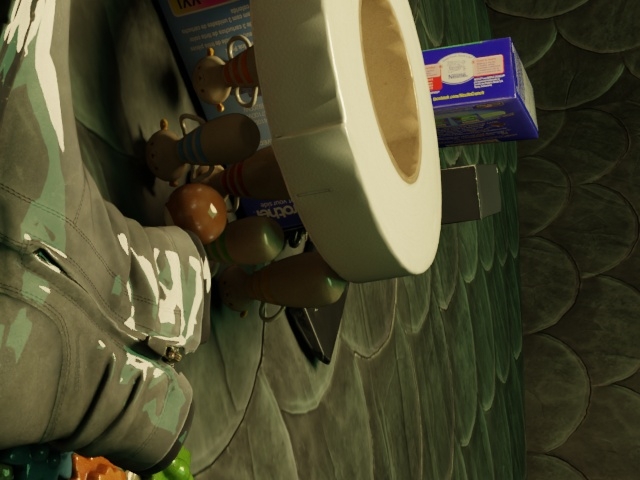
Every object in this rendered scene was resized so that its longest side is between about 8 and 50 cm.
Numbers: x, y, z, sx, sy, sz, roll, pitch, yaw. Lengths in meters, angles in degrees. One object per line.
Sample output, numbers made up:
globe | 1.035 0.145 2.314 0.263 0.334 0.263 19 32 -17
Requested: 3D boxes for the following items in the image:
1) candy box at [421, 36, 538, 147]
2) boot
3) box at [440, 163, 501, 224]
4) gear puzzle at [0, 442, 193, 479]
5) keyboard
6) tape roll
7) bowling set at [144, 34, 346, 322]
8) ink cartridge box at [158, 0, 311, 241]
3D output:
candy box | 0.259 -0.267 1.762 0.317 0.268 0.122 22 65 -69
boot | -0.163 -0.023 0.605 0.223 0.118 0.338 19 78 -52
box | 0.223 -0.082 1.711 0.261 0.184 0.103 -14 94 -70
gear puzzle | -0.144 0.204 0.744 0.175 0.044 0.339 -76 151 -48
keyboard | 0.000 0.000 1.272 0.317 0.033 0.201 -75 151 -51
tape roll | 0.039 -0.151 0.922 0.392 0.072 0.392 -10 90 -72
bowling set | -0.106 -0.050 0.869 0.200 0.154 0.287 -13 94 -53
ink cartridge box | -0.027 -0.194 1.083 0.270 0.151 0.395 -68 142 -56
